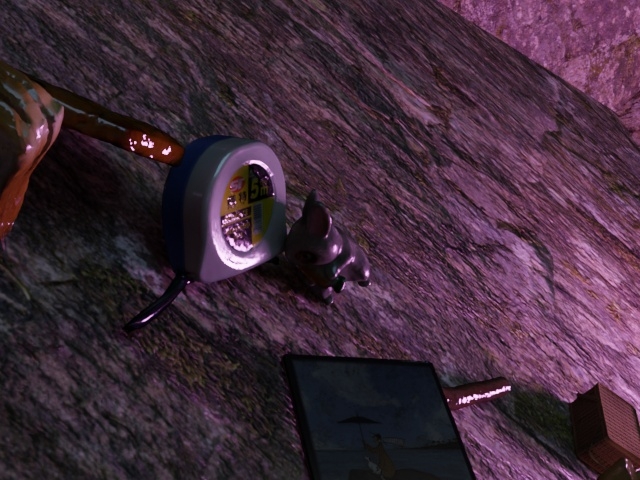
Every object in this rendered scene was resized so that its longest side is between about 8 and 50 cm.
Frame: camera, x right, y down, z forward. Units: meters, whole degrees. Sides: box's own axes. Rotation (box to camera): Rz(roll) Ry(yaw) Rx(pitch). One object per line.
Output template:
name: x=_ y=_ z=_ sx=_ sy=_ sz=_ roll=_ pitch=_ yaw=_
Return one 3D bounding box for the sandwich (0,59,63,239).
sandwich: x=-0.436 y=-0.134 z=0.913 sx=0.273 sy=0.249 sz=0.095 roll=37 pitch=42 yaw=-10

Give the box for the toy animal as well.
toy animal: x=-0.006 y=0.007 z=1.310 sx=0.236 sy=0.108 sz=0.138 roll=51 pitch=9 yaw=-49

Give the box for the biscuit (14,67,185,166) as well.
biscuit: x=-0.344 y=-0.180 z=1.096 sx=0.359 sy=0.046 sz=0.359 roll=24 pitch=3 yaw=-1

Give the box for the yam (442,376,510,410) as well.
yam: x=0.214 y=0.257 z=1.392 sx=0.326 sy=0.045 sz=0.045 roll=2 pitch=29 yaw=-47

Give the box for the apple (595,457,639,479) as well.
apple: x=0.522 y=0.489 z=1.291 sx=0.295 sy=0.233 sz=0.258 roll=6 pitch=33 yaw=-32

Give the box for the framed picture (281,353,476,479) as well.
framed picture: x=0.097 y=0.306 z=1.167 sx=0.265 sy=0.016 sz=0.347 roll=7 pitch=44 yaw=-25

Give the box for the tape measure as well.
tape measure: x=-0.172 y=-0.024 z=1.165 sx=0.097 sy=0.215 sz=0.351 roll=10 pitch=20 yaw=28

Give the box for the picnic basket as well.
picnic basket: x=0.550 y=0.367 z=1.610 sx=0.115 sy=0.079 sz=0.164 roll=35 pitch=32 yaw=-15
